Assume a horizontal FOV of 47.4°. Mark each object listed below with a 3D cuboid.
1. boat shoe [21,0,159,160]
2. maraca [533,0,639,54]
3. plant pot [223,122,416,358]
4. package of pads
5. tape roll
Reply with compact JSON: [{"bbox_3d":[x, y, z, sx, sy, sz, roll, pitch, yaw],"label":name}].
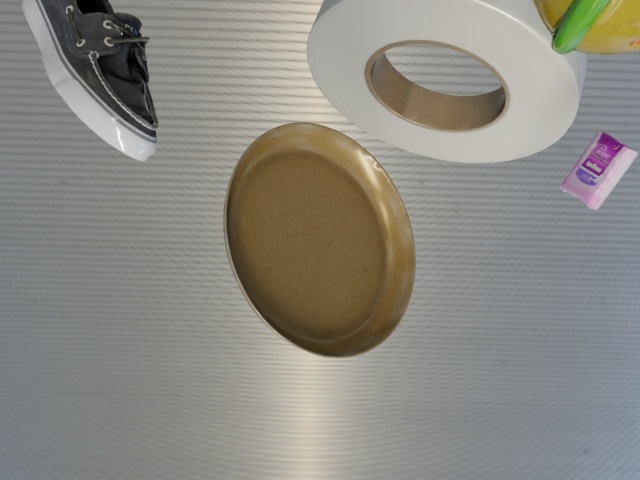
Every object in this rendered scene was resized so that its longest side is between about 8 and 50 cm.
[{"bbox_3d":[-0.181,-0.163,0.613,0.076,0.228,0.080,-44,144,14],"label":"boat shoe"},{"bbox_3d":[0.159,-0.157,0.338,0.099,0.185,0.127,37,148,4],"label":"maraca"},{"bbox_3d":[0.000,0.000,0.722,0.236,0.236,0.032,36,146,-25],"label":"plant pot"},{"bbox_3d":[0.326,-0.082,0.856,0.032,0.050,0.083,14,113,-46],"label":"package of pads"},{"bbox_3d":[0.172,-0.242,1.034,0.392,0.071,0.392,17,160,6],"label":"tape roll"}]
